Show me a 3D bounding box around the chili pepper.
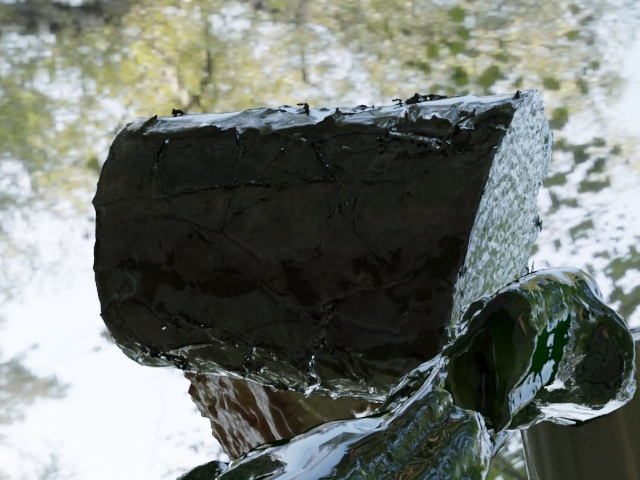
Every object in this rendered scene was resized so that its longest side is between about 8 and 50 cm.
[{"bbox_3d":[0.018,0.075,0.406,0.083,0.253,0.099,51,-58,6],"label":"chili pepper"}]

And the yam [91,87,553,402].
[{"bbox_3d":[0.000,0.000,1.132,0.348,0.241,0.241,2,-81,23],"label":"yam"}]

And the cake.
[{"bbox_3d":[0.018,0.113,1.629,0.293,0.307,0.314,53,-24,15],"label":"cake"}]

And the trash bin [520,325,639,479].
[{"bbox_3d":[0.219,0.185,0.976,0.121,0.243,0.247,-13,-95,23],"label":"trash bin"}]
